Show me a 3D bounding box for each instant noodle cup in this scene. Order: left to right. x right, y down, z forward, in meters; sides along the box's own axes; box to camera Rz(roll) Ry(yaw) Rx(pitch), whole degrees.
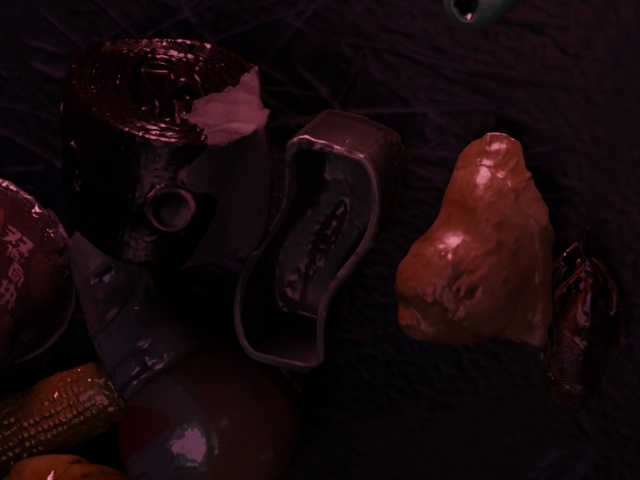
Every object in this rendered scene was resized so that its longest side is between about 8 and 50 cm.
[{"bbox_3d":[-0.374,0.061,1.628,0.218,0.207,0.217,6,111,16],"label":"instant noodle cup"}]

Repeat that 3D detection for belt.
[{"bbox_3d":[-0.135,-0.069,1.466,0.184,0.289,0.164,4,113,-10],"label":"belt"}]

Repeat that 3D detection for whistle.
[{"bbox_3d":[-0.148,0.131,1.609,0.189,0.189,0.347,-40,80,25],"label":"whistle"}]

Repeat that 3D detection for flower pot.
[{"bbox_3d":[0.000,0.000,1.547,0.103,0.108,0.229,24,116,7],"label":"flower pot"}]

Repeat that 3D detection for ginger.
[{"bbox_3d":[0.125,0.002,1.499,0.115,0.123,0.193,9,104,58],"label":"ginger"}]

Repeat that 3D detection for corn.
[{"bbox_3d":[-0.313,0.195,1.729,0.288,0.086,0.086,-25,101,21],"label":"corn"}]

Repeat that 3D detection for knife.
[{"bbox_3d":[0.225,-0.243,1.432,0.260,0.034,0.063,-22,106,19],"label":"knife"}]

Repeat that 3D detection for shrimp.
[{"bbox_3d":[0.233,0.071,1.525,0.075,0.073,0.190,-17,121,-22],"label":"shrimp"}]

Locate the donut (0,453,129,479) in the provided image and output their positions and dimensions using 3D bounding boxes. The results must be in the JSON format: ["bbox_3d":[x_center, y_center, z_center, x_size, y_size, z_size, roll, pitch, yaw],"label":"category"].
[{"bbox_3d":[-0.224,0.378,1.711,0.360,0.170,0.360,9,127,13],"label":"donut"}]
